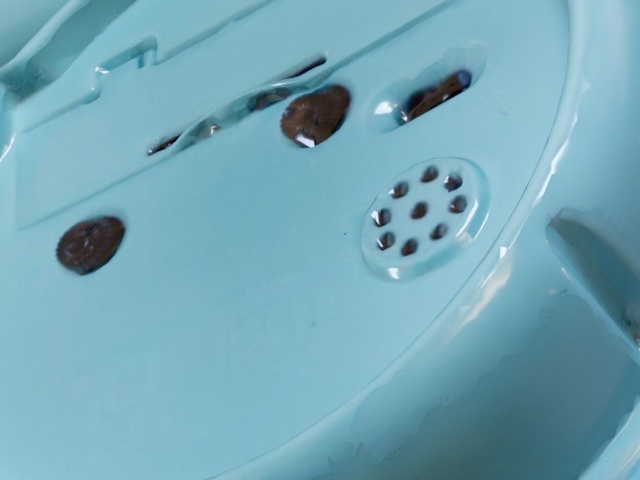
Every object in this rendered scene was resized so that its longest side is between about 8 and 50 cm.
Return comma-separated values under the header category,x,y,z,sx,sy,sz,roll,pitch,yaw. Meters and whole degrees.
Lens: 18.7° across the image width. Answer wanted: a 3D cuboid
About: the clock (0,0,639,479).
category,x,y,z,sx,sy,sz,roll,pitch,yaw
clock,0.000,0.000,0.444,0.223,0.274,0.094,-28,-49,18
